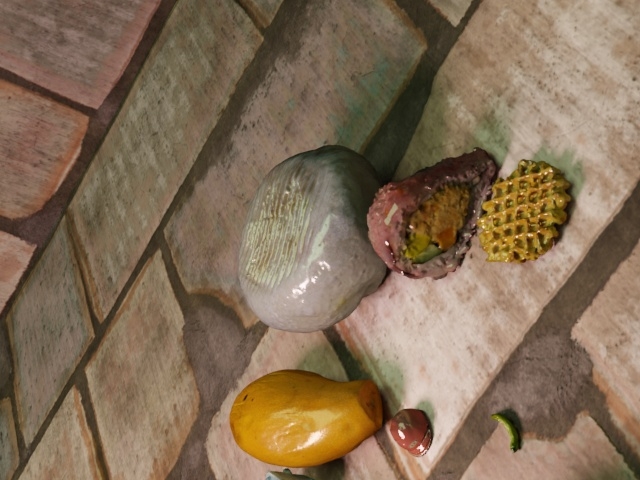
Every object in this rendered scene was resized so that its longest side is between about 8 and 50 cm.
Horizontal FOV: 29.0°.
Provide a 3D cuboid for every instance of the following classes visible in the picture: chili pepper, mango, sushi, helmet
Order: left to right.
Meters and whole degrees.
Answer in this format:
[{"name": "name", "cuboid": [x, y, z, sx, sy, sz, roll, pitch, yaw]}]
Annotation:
[{"name": "mango", "cuboid": [-0.035, 0.307, 2.145, 0.187, 0.144, 0.359, -47, 24, -28]}, {"name": "helmet", "cuboid": [0.139, 0.302, 1.975, 0.065, 0.049, 0.084, -53, 34, 23]}, {"name": "sushi", "cuboid": [0.172, -0.058, 2.028, 0.241, 0.161, 0.107, -65, 29, 9]}, {"name": "chili pepper", "cuboid": [0.270, 0.277, 1.811, 0.030, 0.017, 0.083, -56, 33, 25]}]

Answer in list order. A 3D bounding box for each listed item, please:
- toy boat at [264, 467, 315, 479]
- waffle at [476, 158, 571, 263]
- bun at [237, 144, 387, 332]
[{"name": "toy boat", "cuboid": [-0.025, 0.467, 2.038, 0.332, 0.145, 0.133, 13, 91, 63]}, {"name": "waffle", "cuboid": [0.313, -0.043, 1.916, 0.191, 0.038, 0.191, -35, 45, 44]}, {"name": "bun", "cuboid": [0.000, 0.000, 2.222, 0.362, 0.211, 0.361, -31, 51, 46]}]
